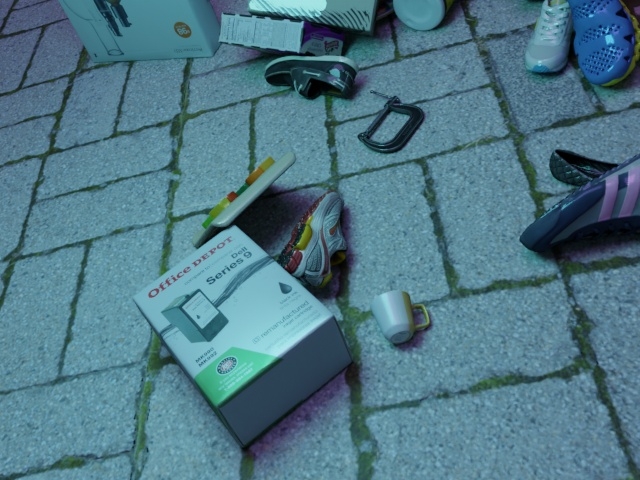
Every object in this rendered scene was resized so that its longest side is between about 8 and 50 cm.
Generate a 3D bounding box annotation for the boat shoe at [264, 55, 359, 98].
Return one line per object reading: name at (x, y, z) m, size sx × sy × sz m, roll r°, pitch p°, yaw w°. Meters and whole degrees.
boat shoe at (-0.031, -0.343, 1.593) m, size 0.233 × 0.084 × 0.079 m, roll 9°, pitch 78°, yaw 34°

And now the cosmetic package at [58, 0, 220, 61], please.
cosmetic package at (-0.458, -0.585, 1.840) m, size 0.377 × 0.284 × 0.097 m, roll 3°, pitch 51°, yaw 24°

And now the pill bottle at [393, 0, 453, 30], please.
pill bottle at (0.253, -0.576, 1.671) m, size 0.119 × 0.119 × 0.208 m, roll 10°, pitch 53°, yaw 29°

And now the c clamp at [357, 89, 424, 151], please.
c clamp at (0.128, -0.230, 1.467) m, size 0.137 × 0.022 × 0.161 m, roll 15°, pitch 54°, yaw 26°

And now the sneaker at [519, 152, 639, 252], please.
sneaker at (0.458, -0.044, 1.106) m, size 0.319 × 0.112 × 0.131 m, roll -30°, pitch 77°, yaw 9°

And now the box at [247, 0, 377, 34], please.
box at (-0.013, -0.519, 1.638) m, size 0.275 × 0.094 × 0.113 m, roll 11°, pitch 10°, yaw 6°

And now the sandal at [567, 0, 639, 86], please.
sandal at (0.489, -0.432, 1.363) m, size 0.126 × 0.138 × 0.317 m, roll -23°, pitch 68°, yaw 49°

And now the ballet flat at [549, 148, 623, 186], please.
ballet flat at (0.451, -0.109, 1.202) m, size 0.173 × 0.049 × 0.057 m, roll 14°, pitch 55°, yaw 31°

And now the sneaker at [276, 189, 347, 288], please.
sneaker at (0.000, 0.000, 1.262) m, size 0.088 × 0.092 × 0.225 m, roll -45°, pitch 13°, yaw 39°

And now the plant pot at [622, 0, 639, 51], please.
plant pot at (0.622, -0.462, 1.392) m, size 0.109 × 0.237 × 0.237 m, roll 5°, pitch 32°, yaw -34°

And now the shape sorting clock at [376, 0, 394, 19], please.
shape sorting clock at (0.106, -0.568, 1.777) m, size 0.206 × 0.040 × 0.206 m, roll -11°, pitch 46°, yaw 11°

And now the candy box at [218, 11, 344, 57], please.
candy box at (-0.087, -0.450, 1.661) m, size 0.233 × 0.071 × 0.159 m, roll 18°, pitch 14°, yaw 33°

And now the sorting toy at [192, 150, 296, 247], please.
sorting toy at (-0.145, -0.075, 1.333) m, size 0.193 × 0.038 × 0.208 m, roll -45°, pitch 8°, yaw -22°

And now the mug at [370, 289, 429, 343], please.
mug at (0.119, 0.115, 1.115) m, size 0.078 × 0.062 × 0.064 m, roll -22°, pitch 52°, yaw 10°

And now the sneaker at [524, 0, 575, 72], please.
sneaker at (0.452, -0.415, 1.461) m, size 0.087 × 0.092 × 0.229 m, roll 10°, pitch 54°, yaw 27°

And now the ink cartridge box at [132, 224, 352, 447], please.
ink cartridge box at (-0.126, 0.133, 1.146) m, size 0.211 × 0.121 × 0.289 m, roll -37°, pitch 46°, yaw -15°
